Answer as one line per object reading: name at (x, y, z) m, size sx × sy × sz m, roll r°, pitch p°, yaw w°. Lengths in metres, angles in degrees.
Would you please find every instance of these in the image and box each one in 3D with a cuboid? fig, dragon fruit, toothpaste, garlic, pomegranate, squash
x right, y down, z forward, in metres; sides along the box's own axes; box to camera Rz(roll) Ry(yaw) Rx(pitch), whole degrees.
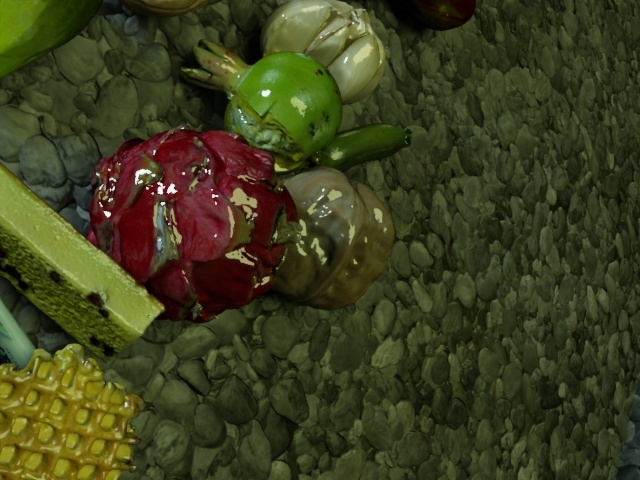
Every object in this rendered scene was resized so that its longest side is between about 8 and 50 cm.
fig at (-0.437, -0.329, 1.069) m, size 0.206 × 0.206 × 0.275 m, roll 27°, pitch 80°, yaw -39°
dragon fruit at (-0.200, -0.025, 1.153) m, size 0.329 × 0.329 × 0.329 m, roll 8°, pitch 79°, yaw -43°
fig at (0.245, -0.567, 1.774) m, size 0.290 × 0.190 × 0.191 m, roll -34°, pitch 109°, yaw -24°
toothpaste at (-0.458, 0.117, 1.052) m, size 0.297 × 0.075 × 0.048 m, roll 64°, pitch 36°, yaw -20°
garlic at (0.013, -0.395, 1.493) m, size 0.281 × 0.203 × 0.185 m, roll 29°, pitch 28°, yaw -25°
pomegranate at (-0.106, -0.257, 1.355) m, size 0.302 × 0.236 × 0.236 m, roll 38°, pitch 56°, yaw -3°
squash at (0.104, -0.210, 1.629) m, size 0.331 × 0.087 × 0.087 m, roll -19°, pitch 97°, yaw -44°

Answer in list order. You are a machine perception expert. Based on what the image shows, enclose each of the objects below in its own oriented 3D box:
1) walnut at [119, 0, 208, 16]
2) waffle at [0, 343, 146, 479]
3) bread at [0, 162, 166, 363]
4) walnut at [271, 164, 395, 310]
walnut at (-0.254, -0.484, 1.231) m, size 0.225 × 0.225 × 0.261 m, roll 53°, pitch 57°, yaw -25°
waffle at (-0.404, 0.302, 1.044) m, size 0.329 × 0.062 × 0.329 m, roll -10°, pitch 106°, yaw -37°
bread at (-0.390, 0.018, 1.023) m, size 0.361 × 0.138 × 0.077 m, roll 44°, pitch 44°, yaw -14°
walnut at (-0.002, -0.001, 1.388) m, size 0.273 × 0.227 × 0.273 m, roll -27°, pitch 137°, yaw -29°
